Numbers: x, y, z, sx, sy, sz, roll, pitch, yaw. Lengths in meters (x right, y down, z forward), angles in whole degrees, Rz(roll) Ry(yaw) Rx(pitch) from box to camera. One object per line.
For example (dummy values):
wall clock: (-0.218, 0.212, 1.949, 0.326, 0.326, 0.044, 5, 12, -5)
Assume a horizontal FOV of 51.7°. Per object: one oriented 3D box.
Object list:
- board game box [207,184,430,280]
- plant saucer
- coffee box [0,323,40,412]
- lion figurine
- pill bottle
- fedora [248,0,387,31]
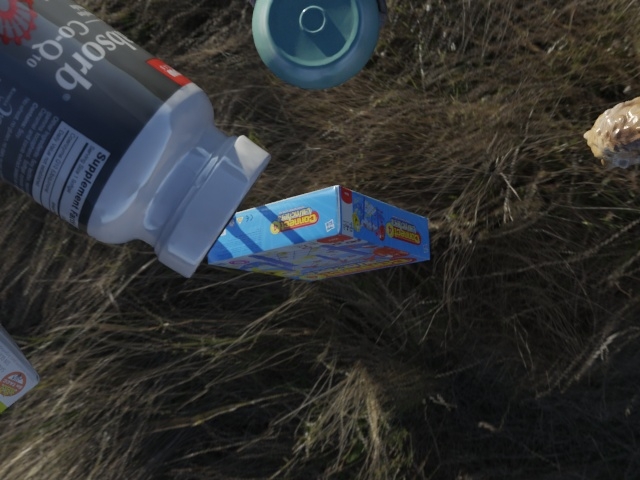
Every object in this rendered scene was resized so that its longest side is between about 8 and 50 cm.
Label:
board game box: (0.000, 0.000, 1.252, 0.308, 0.302, 0.086, -13, 73, 36)
plant saucer: (-0.006, -0.200, 0.604, 0.119, 0.021, 0.119, 1, 96, 5)
coffee box: (-0.582, 0.081, 0.679, 0.334, 0.338, 0.338, -42, 47, -21)
lion figurine: (0.639, -0.137, 1.033, 0.392, 0.240, 0.142, 36, 141, 45)
pill bottle: (-0.252, -0.126, 0.739, 0.363, 0.210, 0.210, 33, 103, -6)
fedora: (-0.034, -0.334, 0.760, 0.124, 0.244, 0.275, -26, 90, 23)
